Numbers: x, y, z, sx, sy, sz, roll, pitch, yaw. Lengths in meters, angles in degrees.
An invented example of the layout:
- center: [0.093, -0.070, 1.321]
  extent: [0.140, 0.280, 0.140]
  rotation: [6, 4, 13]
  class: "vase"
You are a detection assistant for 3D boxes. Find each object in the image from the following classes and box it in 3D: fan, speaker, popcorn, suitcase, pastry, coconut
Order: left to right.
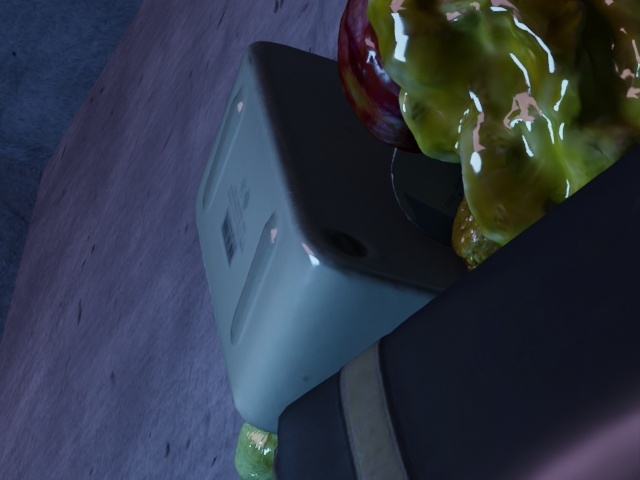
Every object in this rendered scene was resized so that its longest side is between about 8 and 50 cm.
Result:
- center: [-0.033, 0.191, 1.713]
  extent: [0.088, 0.087, 0.096]
  rotation: [-111, 39, -66]
  class: "coconut"
- center: [0.000, 0.000, 1.656]
  extent: [0.406, 0.183, 0.184]
  rotation: [-107, 37, -56]
  class: "speaker"
- center: [0.085, -0.072, 1.530]
  extent: [0.113, 0.175, 0.005]
  rotation: [-52, 15, -31]
  class: "fan"
- center: [0.146, -0.018, 1.485]
  extent: [0.109, 0.057, 0.097]
  rotation: [-67, 12, -5]
  class: "pastry"
- center: [0.154, -0.108, 1.221]
  extent: [0.206, 0.251, 0.237]
  rotation: [123, 146, -56]
  class: "popcorn"
- center: [0.158, 0.095, 0.859]
  extent: [0.434, 0.194, 0.283]
  rotation: [-37, 25, 12]
  class: "suitcase"

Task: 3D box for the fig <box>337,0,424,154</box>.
- center: [0.134, -0.178, 1.451]
  extent: [0.263, 0.224, 0.224]
  rotation: [-49, 8, -27]
  class: "fig"
